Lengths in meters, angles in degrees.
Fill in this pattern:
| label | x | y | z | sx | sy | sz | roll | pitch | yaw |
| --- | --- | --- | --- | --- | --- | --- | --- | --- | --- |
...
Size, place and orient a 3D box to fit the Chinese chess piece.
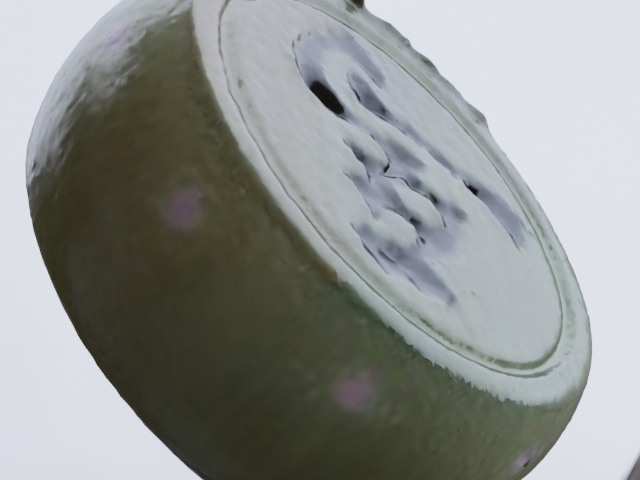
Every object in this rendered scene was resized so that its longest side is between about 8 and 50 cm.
| label | x | y | z | sx | sy | sz | roll | pitch | yaw |
| --- | --- | --- | --- | --- | --- | --- | --- | --- | --- |
| Chinese chess piece | 0.000 | 0.000 | 0.759 | 0.250 | 0.250 | 0.101 | 45 | -64 | -9 |
